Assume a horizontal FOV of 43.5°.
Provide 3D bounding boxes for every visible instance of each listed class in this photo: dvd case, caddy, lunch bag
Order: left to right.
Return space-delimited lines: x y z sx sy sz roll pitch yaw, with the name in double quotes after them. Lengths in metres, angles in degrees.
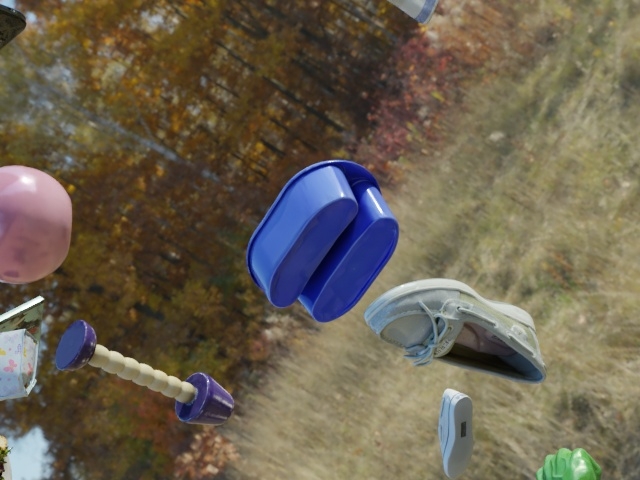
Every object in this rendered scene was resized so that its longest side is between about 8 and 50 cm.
-0.391 0.159 0.992 0.053 0.071 0.083 77 -177 -55 "lunch bag"
-0.476 0.151 1.261 0.087 0.013 0.119 -32 -33 -50 "dvd case"
0.000 0.000 1.650 0.341 0.241 0.179 -55 36 17 "caddy"

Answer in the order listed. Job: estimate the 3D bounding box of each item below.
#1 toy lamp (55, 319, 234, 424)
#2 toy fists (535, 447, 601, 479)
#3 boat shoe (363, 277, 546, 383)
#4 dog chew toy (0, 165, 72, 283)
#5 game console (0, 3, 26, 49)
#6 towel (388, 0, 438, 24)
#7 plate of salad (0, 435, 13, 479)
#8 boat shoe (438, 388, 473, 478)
-0.238 0.198 1.136 0.080 0.274 0.080 -30 44 34 "toy lamp"
0.416 0.492 1.451 0.142 0.096 0.279 -80 9 -57 "toy fists"
0.206 0.140 1.172 0.118 0.320 0.103 -48 40 30 "boat shoe"
-0.599 -0.032 1.360 0.206 0.332 0.207 -176 90 -65 "dog chew toy"
-0.652 -0.280 1.292 0.250 0.173 0.293 -25 -18 30 "game console"
0.090 -0.490 1.275 0.034 0.285 0.209 -28 37 64 "towel"
-0.606 0.425 1.455 0.200 0.048 0.200 -13 -90 -83 "plate of salad"
0.378 0.545 2.280 0.084 0.095 0.258 25 113 58 "boat shoe"
